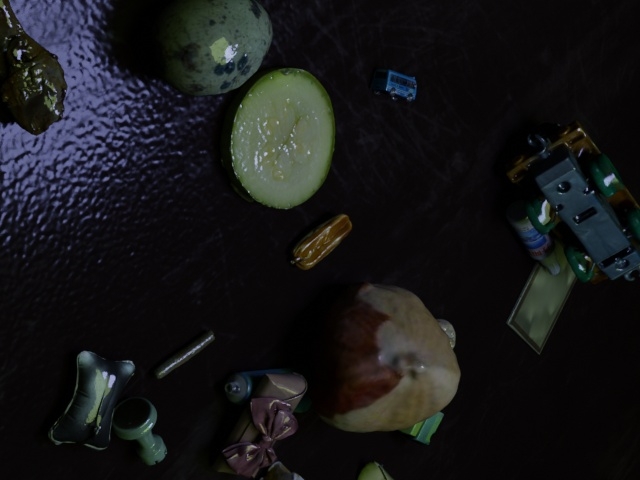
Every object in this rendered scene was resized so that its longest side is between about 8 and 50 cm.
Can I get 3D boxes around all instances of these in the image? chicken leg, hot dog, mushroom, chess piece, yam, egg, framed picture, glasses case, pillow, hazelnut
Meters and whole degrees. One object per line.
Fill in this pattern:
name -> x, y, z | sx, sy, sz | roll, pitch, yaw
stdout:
chicken leg -> -0.366, -0.225, 1.309 | 0.085, 0.069, 0.197 | -28, 118, -9
hot dog -> 0.000, 0.000, 1.776 | 0.133, 0.041, 0.056 | -39, 120, -24
mushroom -> 0.220, 0.188, 2.040 | 0.084, 0.067, 0.083 | -16, 117, -35
chess piece -> -0.260, 0.283, 1.582 | 0.067, 0.067, 0.103 | -44, 139, -27
yam -> -0.205, 0.172, 1.629 | 0.116, 0.021, 0.021 | -37, 127, -34
egg -> -0.144, -0.269, 1.459 | 0.182, 0.141, 0.141 | -30, 123, -34
framed picture -> 0.484, 0.113, 2.330 | 0.173, 0.010, 0.231 | 42, 73, -44
glasses case -> -0.094, 0.300, 1.705 | 0.102, 0.070, 0.193 | 11, 113, -55
pillow -> -0.317, 0.224, 1.508 | 0.091, 0.055, 0.135 | 18, 85, -13
hazelnut -> 0.104, 0.201, 1.783 | 0.261, 0.241, 0.261 | 7, 71, -23

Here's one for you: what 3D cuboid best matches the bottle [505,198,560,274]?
bottle -> 0.444, 0.000, 2.214 | 0.060, 0.060, 0.217 | -57, 134, -16

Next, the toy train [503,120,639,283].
toy train -> 0.520, -0.086, 2.148 | 0.178, 0.249, 0.429 | -32, 120, 20

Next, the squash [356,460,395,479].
squash -> 0.127, 0.545, 2.030 | 0.252, 0.093, 0.169 | 53, 20, -42

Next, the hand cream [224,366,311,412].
hand cream -> -0.078, 0.242, 1.775 | 0.224, 0.048, 0.083 | 14, 93, -53

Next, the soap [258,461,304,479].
soap -> -0.047, 0.496, 1.861 | 0.140, 0.073, 0.232 | -51, 134, -16

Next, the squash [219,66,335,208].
squash -> -0.060, -0.157, 1.656 | 0.219, 0.041, 0.219 | -17, 114, -42

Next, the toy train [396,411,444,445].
toy train -> 0.161, 0.296, 2.005 | 0.200, 0.083, 0.132 | 32, 83, -46

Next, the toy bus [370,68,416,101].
toy bus -> 0.124, -0.260, 1.815 | 0.083, 0.038, 0.046 | 9, 93, -48
